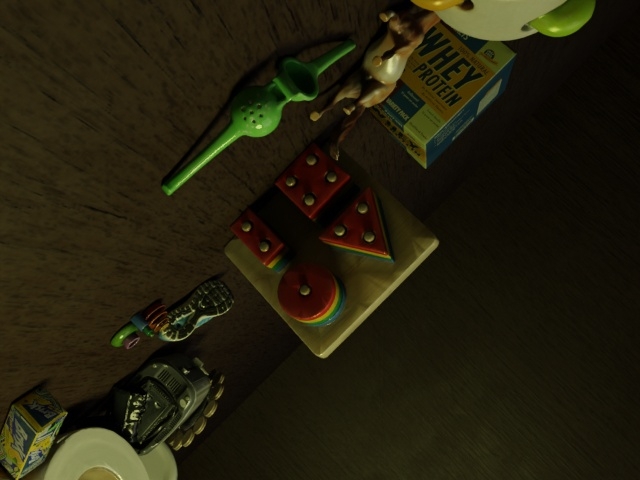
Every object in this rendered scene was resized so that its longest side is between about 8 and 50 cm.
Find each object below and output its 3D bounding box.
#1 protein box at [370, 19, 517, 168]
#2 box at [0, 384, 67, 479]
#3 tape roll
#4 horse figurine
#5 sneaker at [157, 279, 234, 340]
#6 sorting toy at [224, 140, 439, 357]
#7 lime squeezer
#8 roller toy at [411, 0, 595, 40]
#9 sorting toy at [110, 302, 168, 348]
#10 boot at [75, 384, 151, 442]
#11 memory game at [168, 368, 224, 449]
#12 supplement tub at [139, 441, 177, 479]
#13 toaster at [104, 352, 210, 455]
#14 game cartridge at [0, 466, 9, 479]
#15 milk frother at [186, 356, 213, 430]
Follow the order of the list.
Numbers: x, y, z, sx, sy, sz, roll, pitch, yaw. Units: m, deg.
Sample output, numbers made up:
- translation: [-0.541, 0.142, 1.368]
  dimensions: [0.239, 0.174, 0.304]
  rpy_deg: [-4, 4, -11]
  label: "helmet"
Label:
- translation: [0.193, -0.248, 1.307]
  dimensions: [0.200, 0.136, 0.201]
  rpy_deg: [-45, 170, 2]
  label: "protein box"
- translation: [-0.426, 0.283, 1.173]
  dimensions: [0.054, 0.059, 0.169]
  rpy_deg: [-36, 167, -47]
  label: "box"
- translation: [-0.398, 0.458, 1.334]
  dimensions: [0.100, 0.286, 0.286]
  rpy_deg: [-19, 180, 22]
  label: "tape roll"
- translation: [0.080, -0.234, 1.093]
  dimensions: [0.263, 0.066, 0.174]
  rpy_deg: [-54, 171, 36]
  label: "horse figurine"
- translation: [-0.224, 0.123, 1.406]
  dimensions: [0.162, 0.063, 0.073]
  rpy_deg: [-32, -178, -37]
  label: "sneaker"
- translation: [0.000, 0.000, 1.243]
  dimensions: [0.257, 0.255, 0.089]
  rpy_deg: [-45, 154, 2]
  label: "sorting toy"
- translation: [-0.049, -0.157, 0.923]
  dimensions: [0.310, 0.059, 0.110]
  rpy_deg: [-42, 170, -19]
  label: "lime squeezer"
- translation: [0.196, -0.325, 0.854]
  dimensions: [0.146, 0.209, 0.191]
  rpy_deg: [54, 43, -80]
  label: "roller toy"
- translation: [-0.276, 0.140, 1.255]
  dimensions: [0.102, 0.042, 0.061]
  rpy_deg: [-41, 169, -21]
  label: "sorting toy"
- translation: [-0.381, 0.315, 1.481]
  dimensions: [0.045, 0.121, 0.099]
  rpy_deg: [-125, -131, -74]
  label: "boot"
- translation: [-0.254, 0.346, 1.650]
  dimensions: [0.186, 0.012, 0.186]
  rpy_deg: [-44, -158, 23]
  label: "memory game"
- translation: [-0.467, 0.574, 1.778]
  dimensions: [0.207, 0.207, 0.338]
  rpy_deg: [-34, 166, -49]
  label: "supplement tub"
- translation: [-0.319, 0.322, 1.580]
  dimensions: [0.227, 0.129, 0.146]
  rpy_deg: [-49, 172, 10]
  label: "toaster"
- translation: [-0.592, 0.407, 1.061]
  dimensions: [0.285, 0.053, 0.323]
  rpy_deg: [-43, 168, -10]
  label: "game cartridge"
- translation: [-0.325, 0.345, 1.803]
  dimensions: [0.135, 0.129, 0.143]
  rpy_deg: [-40, -148, -26]
  label: "milk frother"
